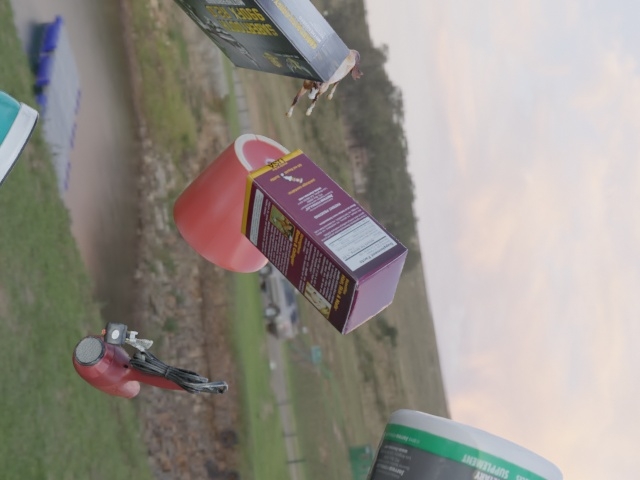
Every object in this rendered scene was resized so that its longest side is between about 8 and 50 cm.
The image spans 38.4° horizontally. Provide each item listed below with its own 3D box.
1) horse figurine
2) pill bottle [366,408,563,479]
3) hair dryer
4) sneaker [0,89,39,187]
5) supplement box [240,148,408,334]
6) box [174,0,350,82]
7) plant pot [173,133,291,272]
[{"bbox_3d":[0.019,-0.371,2.092,0.066,0.263,0.174,42,-40,6],"label":"horse figurine"},{"bbox_3d":[0.111,0.382,0.977,0.204,0.204,0.360,95,16,-75],"label":"pill bottle"},{"bbox_3d":[-0.295,0.224,1.485,0.293,0.224,0.080,-24,-144,61],"label":"hair dryer"},{"bbox_3d":[-0.455,-0.076,1.017,0.124,0.178,0.295,-21,-138,49],"label":"sneaker"},{"bbox_3d":[0.000,0.000,1.043,0.188,0.081,0.104,44,-33,24],"label":"supplement box"},{"bbox_3d":[-0.094,-0.291,1.169,0.231,0.056,0.183,23,-17,51],"label":"box"},{"bbox_3d":[-0.176,-0.101,2.182,0.243,0.275,0.274,-51,-149,31],"label":"plant pot"}]
